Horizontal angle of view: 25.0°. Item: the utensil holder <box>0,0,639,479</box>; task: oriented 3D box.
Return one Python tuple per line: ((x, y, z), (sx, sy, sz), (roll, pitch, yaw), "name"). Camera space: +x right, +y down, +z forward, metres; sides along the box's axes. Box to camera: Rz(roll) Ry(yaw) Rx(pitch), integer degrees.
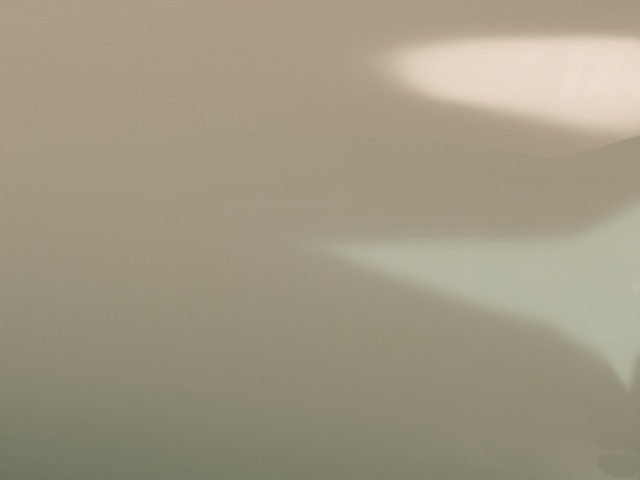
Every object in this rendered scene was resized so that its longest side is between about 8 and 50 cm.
((0.000, 0.000, 0.606), (0.385, 0.327, 0.327), (6, 95, 28), "utensil holder")
